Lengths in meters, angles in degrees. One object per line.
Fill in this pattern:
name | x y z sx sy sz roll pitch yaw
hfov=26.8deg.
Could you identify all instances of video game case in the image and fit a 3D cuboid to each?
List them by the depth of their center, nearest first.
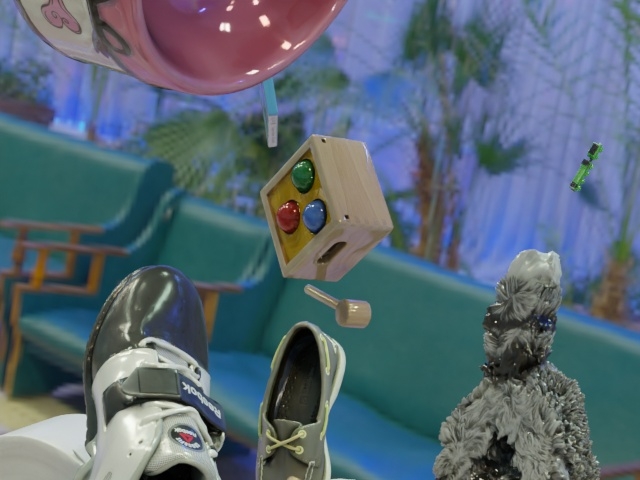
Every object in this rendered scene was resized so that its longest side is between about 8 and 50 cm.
video game case | -0.074 -0.205 1.828 0.015 0.119 0.166 -8 -11 -4

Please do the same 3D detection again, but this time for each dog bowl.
dog bowl | -0.096 -0.319 1.282 0.150 0.408 0.408 37 22 28

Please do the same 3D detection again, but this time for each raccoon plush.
raccoon plush | 0.358 0.269 1.922 0.216 0.446 0.299 15 -10 46

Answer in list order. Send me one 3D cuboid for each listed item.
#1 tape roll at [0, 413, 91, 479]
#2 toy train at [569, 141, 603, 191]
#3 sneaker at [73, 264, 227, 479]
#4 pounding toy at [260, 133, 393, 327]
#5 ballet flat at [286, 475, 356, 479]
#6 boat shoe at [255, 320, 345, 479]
tape roll | -0.268 0.328 1.413 0.286 0.286 0.100 17 15 29
toy train | 0.400 -0.111 2.027 0.017 0.083 0.024 33 9 26
sneaker | -0.124 0.160 1.090 0.122 0.330 0.146 25 -33 -31
pounding toy | -0.004 0.010 1.618 0.094 0.181 0.206 6 55 -36
ballet flat | 0.061 0.335 1.667 0.232 0.073 0.080 10 -30 -8
boat shoe | -0.039 0.261 1.869 0.109 0.305 0.091 1 -26 23
